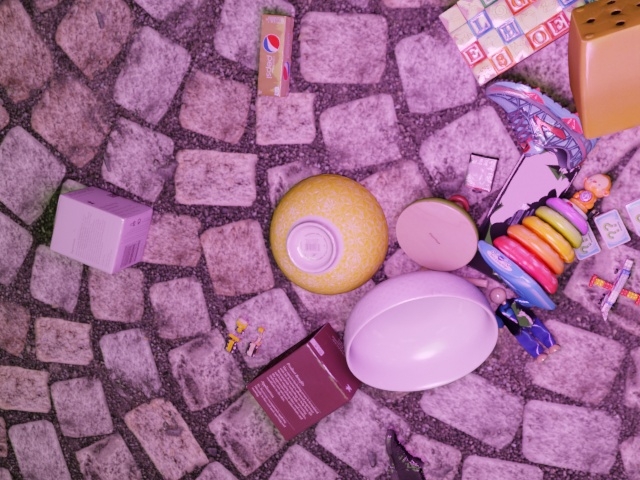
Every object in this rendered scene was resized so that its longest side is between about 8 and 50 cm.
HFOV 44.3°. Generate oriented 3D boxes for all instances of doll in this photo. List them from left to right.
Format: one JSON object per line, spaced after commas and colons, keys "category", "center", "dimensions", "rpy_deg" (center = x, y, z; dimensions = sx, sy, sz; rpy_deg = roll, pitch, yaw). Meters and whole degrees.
{"category": "doll", "center": [0.451, 0.179, 1.756], "dimensions": [0.189, 0.046, 0.129], "rpy_deg": [48, 120, 9]}

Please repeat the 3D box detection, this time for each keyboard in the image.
{"category": "keyboard", "center": [0.469, -0.037, 1.713], "dimensions": [0.201, 0.033, 0.317], "rpy_deg": [31, 110, 10]}

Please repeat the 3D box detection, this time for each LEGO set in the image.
{"category": "LEGO set", "center": [0.649, 0.052, 1.653], "dimensions": [0.182, 0.060, 0.244], "rpy_deg": [-24, 101, 17]}

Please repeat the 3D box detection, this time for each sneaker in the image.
{"category": "sneaker", "center": [0.212, 0.535, 1.908], "dimensions": [0.089, 0.051, 0.170], "rpy_deg": [-5, 105, 18]}
{"category": "sneaker", "center": [0.440, -0.234, 1.606], "dimensions": [0.262, 0.104, 0.125], "rpy_deg": [30, 93, -3]}

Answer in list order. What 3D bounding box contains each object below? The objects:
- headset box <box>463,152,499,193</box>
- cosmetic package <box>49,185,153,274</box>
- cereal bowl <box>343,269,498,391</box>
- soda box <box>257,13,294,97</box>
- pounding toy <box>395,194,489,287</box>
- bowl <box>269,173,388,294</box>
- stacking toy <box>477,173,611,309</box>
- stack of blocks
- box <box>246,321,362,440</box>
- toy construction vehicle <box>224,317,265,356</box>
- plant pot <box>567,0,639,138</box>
{"category": "headset box", "center": [0.351, -0.145, 1.724], "dimensions": [0.062, 0.032, 0.083], "rpy_deg": [14, 106, 15]}
{"category": "cosmetic package", "center": [-0.546, -0.029, 1.962], "dimensions": [0.183, 0.151, 0.151], "rpy_deg": [20, 107, 11]}
{"category": "cereal bowl", "center": [0.213, 0.182, 1.735], "dimensions": [0.339, 0.141, 0.339], "rpy_deg": [-4, 136, -4]}
{"category": "soda box", "center": [-0.102, -0.420, 1.788], "dimensions": [0.058, 0.061, 0.181], "rpy_deg": [10, 105, 15]}
{"category": "pounding toy", "center": [0.277, -0.015, 1.742], "dimensions": [0.183, 0.110, 0.237], "rpy_deg": [-3, 124, 30]}
{"category": "bowl", "center": [0.000, 0.000, 1.799], "dimensions": [0.289, 0.156, 0.289], "rpy_deg": [4, 103, 17]}
{"category": "stacking toy", "center": [0.490, -0.023, 1.623], "dimensions": [0.302, 0.166, 0.175], "rpy_deg": [-47, 47, 3]}
{"category": "stack of blocks", "center": [0.415, -0.468, 1.604], "dimensions": [0.297, 0.087, 0.171], "rpy_deg": [-30, 92, 21]}
{"category": "box", "center": [-0.031, 0.335, 1.874], "dimensions": [0.203, 0.167, 0.168], "rpy_deg": [-36, 89, 20]}
{"category": "toy construction vehicle", "center": [-0.188, 0.248, 1.979], "dimensions": [0.086, 0.035, 0.098], "rpy_deg": [26, 106, 22]}
{"category": "plant pot", "center": [0.572, -0.348, 1.480], "dimensions": [0.212, 0.212, 0.187], "rpy_deg": [-15, 128, 19]}
